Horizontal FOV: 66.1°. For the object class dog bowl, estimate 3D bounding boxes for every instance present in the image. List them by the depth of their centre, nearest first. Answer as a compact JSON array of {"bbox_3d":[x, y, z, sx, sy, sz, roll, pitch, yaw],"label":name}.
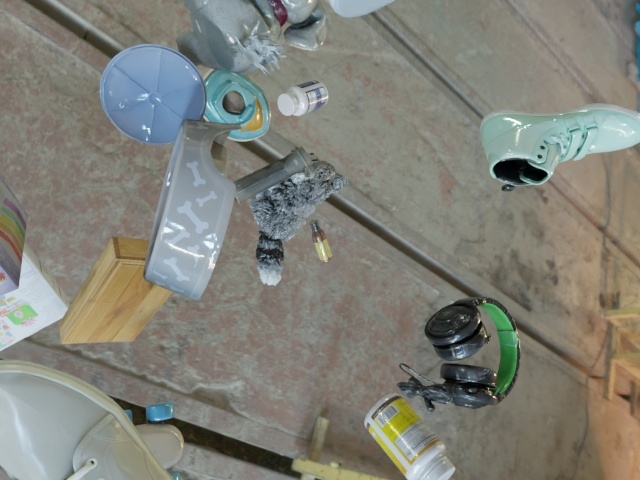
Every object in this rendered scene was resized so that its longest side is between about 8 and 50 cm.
[{"bbox_3d":[-0.247,-0.066,0.926,0.102,0.348,0.349,15,71,-21],"label":"dog bowl"}]

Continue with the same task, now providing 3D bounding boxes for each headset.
[{"bbox_3d":[0.328,0.261,1.074,0.394,0.185,0.244,-11,89,-35],"label":"headset"}]

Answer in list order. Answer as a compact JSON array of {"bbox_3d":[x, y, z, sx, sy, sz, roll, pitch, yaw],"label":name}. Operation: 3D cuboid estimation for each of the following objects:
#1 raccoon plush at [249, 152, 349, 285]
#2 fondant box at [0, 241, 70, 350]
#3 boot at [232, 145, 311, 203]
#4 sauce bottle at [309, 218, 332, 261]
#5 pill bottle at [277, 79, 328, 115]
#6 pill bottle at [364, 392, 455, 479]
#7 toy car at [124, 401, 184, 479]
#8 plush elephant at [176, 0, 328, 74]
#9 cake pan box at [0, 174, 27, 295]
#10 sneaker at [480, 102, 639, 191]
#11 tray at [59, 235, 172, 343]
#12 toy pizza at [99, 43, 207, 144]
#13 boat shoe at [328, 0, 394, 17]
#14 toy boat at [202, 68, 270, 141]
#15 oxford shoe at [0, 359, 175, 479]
[{"bbox_3d":[-0.056,-0.073,1.692,0.216,0.299,0.447,-15,101,-58],"label":"raccoon plush"},{"bbox_3d":[-0.886,0.126,1.345,0.238,0.096,0.330,-30,128,-17],"label":"fondant box"},{"bbox_3d":[-0.130,-0.160,1.251,0.208,0.189,0.076,-36,91,-4],"label":"boot"},{"bbox_3d":[0.000,0.000,1.425,0.042,0.042,0.128,-33,115,-36],"label":"sauce bottle"},{"bbox_3d":[-0.059,-0.462,1.607,0.169,0.094,0.094,-34,100,-43],"label":"pill bottle"},{"bbox_3d":[0.210,0.477,1.161,0.117,0.117,0.215,-12,43,-37],"label":"pill bottle"},{"bbox_3d":[-0.498,0.563,1.320,0.210,0.238,0.219,-1,74,-34],"label":"toy car"},{"bbox_3d":[-0.122,-0.458,0.934,0.255,0.330,0.272,-45,151,-20],"label":"plush elephant"},{"bbox_3d":[-0.563,-0.075,0.765,0.070,0.246,0.267,-24,128,-14],"label":"cake pan box"},{"bbox_3d":[0.392,-0.139,0.790,0.094,0.255,0.151,76,20,-48],"label":"sneaker"},{"bbox_3d":[-0.525,0.149,1.315,0.202,0.411,0.076,8,48,-43],"label":"tray"},{"bbox_3d":[-0.329,-0.288,0.978,0.201,0.201,0.032,19,25,-31],"label":"toy pizza"},{"bbox_3d":[0.058,-0.218,0.270,0.065,0.183,0.083,-8,63,-57],"label":"boat shoe"},{"bbox_3d":[-0.284,-0.345,1.478,0.267,0.148,0.318,30,98,-43],"label":"toy boat"},{"bbox_3d":[-0.328,0.345,0.695,0.169,0.130,0.449,-32,112,3],"label":"oxford shoe"}]
